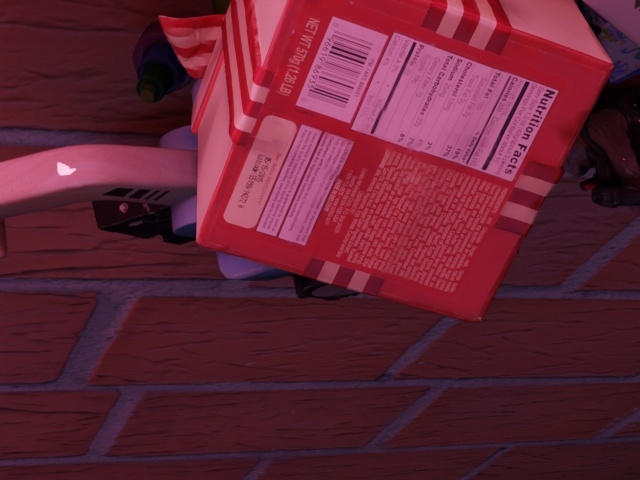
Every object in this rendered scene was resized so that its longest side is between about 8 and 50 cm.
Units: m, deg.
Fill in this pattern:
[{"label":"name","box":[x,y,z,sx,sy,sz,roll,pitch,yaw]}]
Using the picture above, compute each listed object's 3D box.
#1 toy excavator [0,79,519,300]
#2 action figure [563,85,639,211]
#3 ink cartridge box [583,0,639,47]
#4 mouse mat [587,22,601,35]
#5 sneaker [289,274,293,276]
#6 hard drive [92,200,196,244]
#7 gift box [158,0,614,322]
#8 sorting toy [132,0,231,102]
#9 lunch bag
[{"label":"toy excavator","box":[-0.102,-0.066,1.251,0.433,0.222,0.445,-17,165,39]},{"label":"action figure","box":[0.436,-0.144,1.659,0.330,0.179,0.341,-12,-177,21]},{"label":"ink cartridge box","box":[0.239,-0.302,0.886,0.279,0.160,0.384,-30,146,29]},{"label":"mouse mat","box":[0.157,-0.195,1.334,0.189,0.007,0.152,7,161,-29]},{"label":"sneaker","box":[0.000,0.002,1.653,0.163,0.086,0.226,3,172,19]},{"label":"hard drive","box":[-0.067,-0.078,1.588,0.338,0.064,0.237,-17,171,17]},{"label":"gift box","box":[0.029,-0.133,0.995,0.276,0.258,0.255,21,117,-15]},{"label":"sorting toy","box":[-0.029,-0.208,1.271,0.365,0.126,0.127,-21,120,22]},{"label":"lunch bag","box":[0.341,-0.251,1.397,0.151,0.096,0.129,-24,153,4]}]
